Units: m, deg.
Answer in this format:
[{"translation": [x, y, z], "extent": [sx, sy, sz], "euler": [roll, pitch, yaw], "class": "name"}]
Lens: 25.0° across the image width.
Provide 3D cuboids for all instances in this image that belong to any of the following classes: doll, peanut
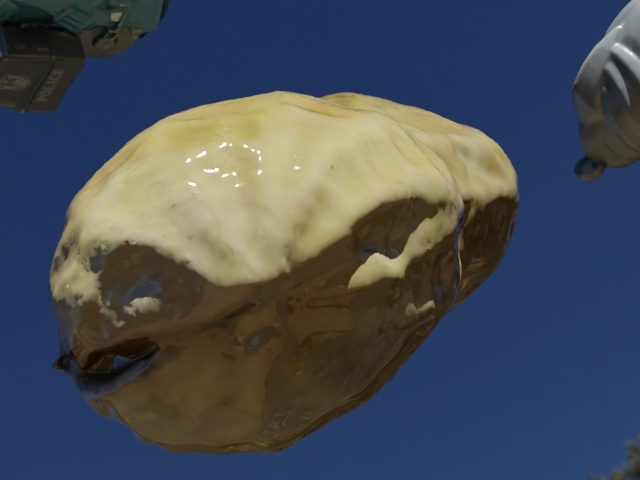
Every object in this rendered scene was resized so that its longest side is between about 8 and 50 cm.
[{"translation": [0.190, -0.112, 0.799], "extent": [0.079, 0.094, 0.180], "euler": [20, -81, -25], "class": "doll"}, {"translation": [0.000, 0.000, 0.627], "extent": [0.149, 0.149, 0.313], "euler": [-35, -6, 20], "class": "peanut"}]

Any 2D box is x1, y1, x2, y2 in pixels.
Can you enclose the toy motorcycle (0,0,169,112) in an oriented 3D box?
[{"translation": [-0.121, -0.163, 0.682], "extent": [0.182, 0.124, 0.272], "euler": [2, -29, -32], "class": "toy motorcycle"}]
